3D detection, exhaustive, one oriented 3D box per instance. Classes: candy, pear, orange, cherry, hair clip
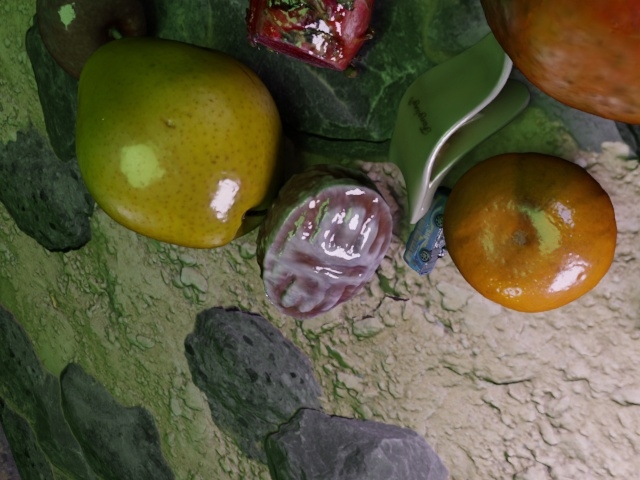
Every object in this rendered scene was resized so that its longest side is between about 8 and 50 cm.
[{"bbox_3d":[0.000,0.000,1.028,0.289,0.214,0.157,-62,30,29],"label":"candy"},{"bbox_3d":[-0.251,-0.177,1.046,0.418,0.362,0.362,53,126,13],"label":"pear"},{"bbox_3d":[0.298,-0.016,0.842,0.240,0.171,0.240,12,110,35],"label":"orange"},{"bbox_3d":[-0.469,-0.446,1.197,0.285,0.213,0.236,40,115,28],"label":"cherry"},{"bbox_3d":[0.191,-0.181,0.873,0.282,0.113,0.172,-39,40,27],"label":"hair clip"}]

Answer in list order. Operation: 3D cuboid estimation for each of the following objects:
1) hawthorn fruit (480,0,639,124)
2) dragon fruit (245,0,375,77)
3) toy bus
[{"bbox_3d":[0.350,-0.313,0.580,0.403,0.403,0.402,11,111,31],"label":"hawthorn fruit"},{"bbox_3d":[-0.021,-0.350,0.944,0.282,0.211,0.147,29,116,54],"label":"dragon fruit"},{"bbox_3d":[0.191,-0.017,0.991,0.061,0.051,0.153,39,124,33],"label":"toy bus"}]
